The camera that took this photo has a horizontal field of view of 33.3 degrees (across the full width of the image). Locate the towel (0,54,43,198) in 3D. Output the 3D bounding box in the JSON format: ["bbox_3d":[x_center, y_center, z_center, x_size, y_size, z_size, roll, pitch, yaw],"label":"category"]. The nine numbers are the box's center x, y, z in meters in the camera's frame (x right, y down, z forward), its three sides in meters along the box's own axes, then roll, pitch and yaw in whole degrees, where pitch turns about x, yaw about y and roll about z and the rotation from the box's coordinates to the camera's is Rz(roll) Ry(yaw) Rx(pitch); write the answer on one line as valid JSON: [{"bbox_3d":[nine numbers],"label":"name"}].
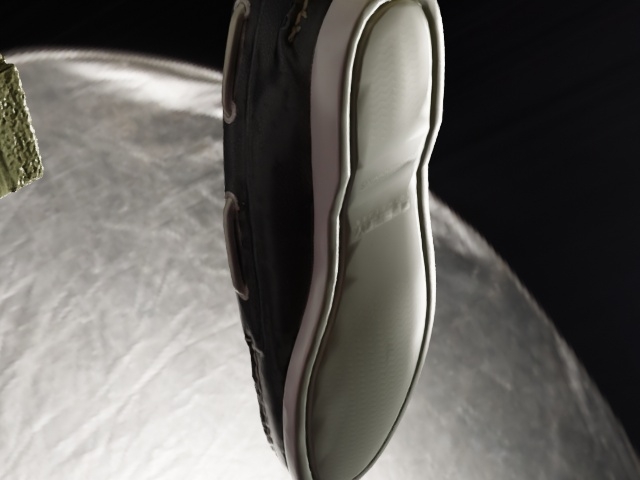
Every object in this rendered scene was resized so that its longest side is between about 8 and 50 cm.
[{"bbox_3d":[-0.334,-0.102,1.058,0.027,0.110,0.148,28,-39,37],"label":"towel"}]

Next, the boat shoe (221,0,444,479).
[{"bbox_3d":[0.000,0.000,0.571,0.114,0.091,0.303,-20,125,-45],"label":"boat shoe"}]
